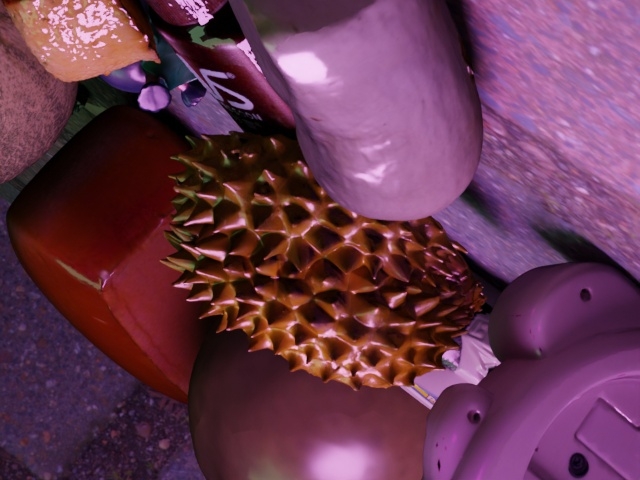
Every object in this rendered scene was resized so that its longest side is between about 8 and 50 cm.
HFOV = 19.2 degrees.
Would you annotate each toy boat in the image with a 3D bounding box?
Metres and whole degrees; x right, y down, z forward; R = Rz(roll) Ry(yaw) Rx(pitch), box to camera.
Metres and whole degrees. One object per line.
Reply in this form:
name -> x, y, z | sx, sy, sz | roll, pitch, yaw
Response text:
toy boat -> 0.114, 0.073, 1.713 | 0.269, 0.141, 0.141 | 34, 169, 8
toy boat -> -0.297, -0.167, 2.257 | 0.038, 0.038, 0.083 | 39, 170, -8

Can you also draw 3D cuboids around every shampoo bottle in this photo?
shampoo bottle -> -0.042, -0.129, 1.455 | 0.129, 0.084, 0.323 | 25, 163, 41

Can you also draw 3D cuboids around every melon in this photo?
melon -> -0.362, -0.175, 1.877 | 0.248, 0.248, 0.329 | 38, 166, -3

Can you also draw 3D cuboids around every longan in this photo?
longan -> 0.026, 0.200, 2.003 | 0.361, 0.361, 0.361 | 36, 169, 8

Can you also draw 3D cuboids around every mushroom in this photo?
mushroom -> 0.029, -0.104, 1.228 | 0.177, 0.126, 0.397 | 55, 179, 31

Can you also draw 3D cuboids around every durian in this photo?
durian -> -0.003, 0.003, 1.472 | 0.260, 0.154, 0.186 | 10, 130, 9

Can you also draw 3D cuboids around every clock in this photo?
clock -> 0.205, 0.209, 1.459 | 0.295, 0.322, 0.113 | 40, 164, -15

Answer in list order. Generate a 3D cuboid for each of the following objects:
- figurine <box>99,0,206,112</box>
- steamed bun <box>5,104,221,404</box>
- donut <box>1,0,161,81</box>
figurine -> -0.175, -0.186, 1.611 | 0.195, 0.102, 0.111 | 29, -160, 22
steamed bun -> -0.202, 0.010, 2.152 | 0.248, 0.235, 0.379 | 38, 171, 34
donut -> -0.186, -0.184, 1.398 | 0.141, 0.085, 0.217 | 62, 180, -30
